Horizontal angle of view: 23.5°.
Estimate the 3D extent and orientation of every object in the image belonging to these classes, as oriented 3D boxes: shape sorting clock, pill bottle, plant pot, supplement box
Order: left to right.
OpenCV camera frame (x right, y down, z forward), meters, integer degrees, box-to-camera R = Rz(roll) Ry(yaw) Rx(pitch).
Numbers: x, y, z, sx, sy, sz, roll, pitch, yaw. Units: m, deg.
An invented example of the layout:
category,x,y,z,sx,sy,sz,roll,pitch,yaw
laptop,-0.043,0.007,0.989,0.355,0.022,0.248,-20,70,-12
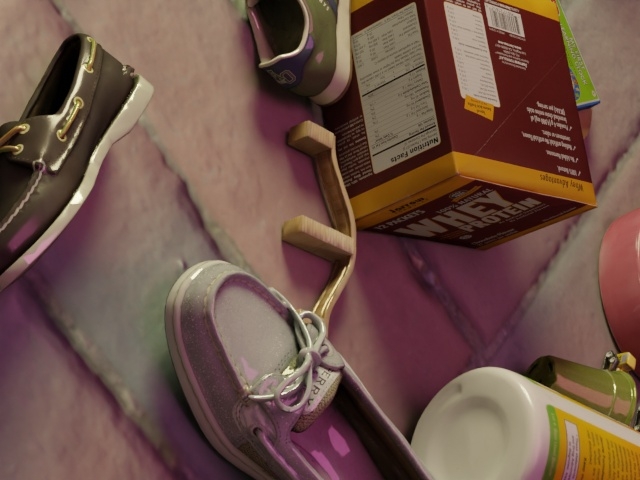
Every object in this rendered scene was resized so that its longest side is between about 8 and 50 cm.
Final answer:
category,x,y,z,sx,sy,sz,roll,pitch,yaw
supplement box,0.114,-0.110,1.309,0.191,0.129,0.194,9,66,-44
shape sorting clock,0.205,-0.186,1.506,0.206,0.040,0.206,26,52,-39
pill bottle,0.200,0.202,1.250,0.246,0.136,0.136,26,55,-36
plant pot,0.221,0.139,1.354,0.079,0.083,0.083,26,54,-22
plant pot,0.402,0.040,1.503,0.201,0.180,0.201,21,58,-38

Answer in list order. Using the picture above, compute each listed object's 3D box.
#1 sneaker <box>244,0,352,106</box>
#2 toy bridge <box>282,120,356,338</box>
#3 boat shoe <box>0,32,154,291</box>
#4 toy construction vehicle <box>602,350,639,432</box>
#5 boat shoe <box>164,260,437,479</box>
category,x,y,z,sx,sy,sz,roll,pitch,yaw
sneaker,-0.023,-0.210,1.260,0.086,0.064,0.192,14,66,-48
toy bridge,0.000,0.000,1.218,0.063,0.026,0.188,25,56,-39
boat shoe,-0.185,-0.054,1.014,0.069,0.081,0.227,45,38,-19
toy construction vehicle,0.297,0.161,1.447,0.086,0.035,0.098,45,46,-23
boat shoe,0.010,0.143,1.103,0.320,0.103,0.118,58,42,-10
